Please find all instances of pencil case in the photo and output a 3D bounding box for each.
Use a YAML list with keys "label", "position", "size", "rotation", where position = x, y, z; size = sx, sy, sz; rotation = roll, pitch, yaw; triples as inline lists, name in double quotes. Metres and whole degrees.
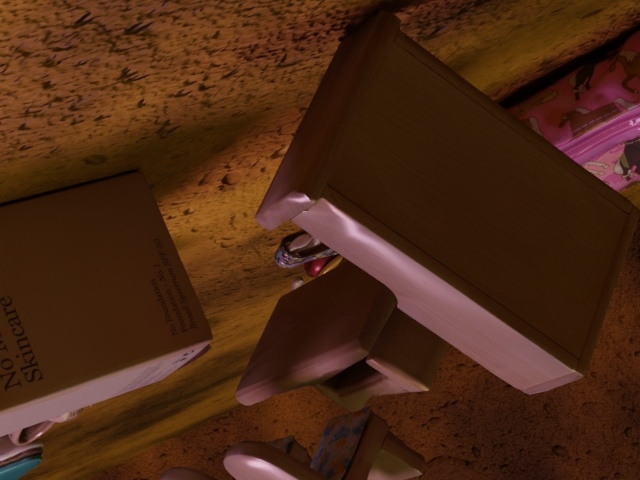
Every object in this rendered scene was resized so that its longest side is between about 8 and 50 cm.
- label: "pencil case"
  position: [0.235, -0.084, 1.570]
  size: [0.386, 0.167, 0.160]
  rotation: [-28, 137, 20]

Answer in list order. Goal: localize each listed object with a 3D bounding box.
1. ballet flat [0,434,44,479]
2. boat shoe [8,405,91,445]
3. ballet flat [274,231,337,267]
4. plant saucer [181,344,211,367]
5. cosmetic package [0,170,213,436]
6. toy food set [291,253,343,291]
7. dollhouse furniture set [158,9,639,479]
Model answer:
- label: "ballet flat"
  position: [-0.526, 0.311, 1.959]
  size: [0.400, 0.139, 0.139]
  rotation: [-34, 167, 26]
- label: "boat shoe"
  position: [-0.293, 0.157, 1.760]
  size: [0.109, 0.098, 0.302]
  rotation: [-15, 167, -42]
- label: "ballet flat"
  position: [0.000, 0.000, 1.809]
  size: [0.114, 0.041, 0.041]
  rotation: [-21, 170, -20]
- label: "plant saucer"
  position: [-0.251, 0.173, 2.145]
  size: [0.199, 0.036, 0.198]
  rotation: [-23, 171, -4]
- label: "cosmetic package"
  position: [-0.258, 0.067, 1.181]
  size: [0.309, 0.160, 0.113]
  rotation: [-18, 168, -36]
- label: "toy food set"
  position: [0.038, 0.023, 1.969]
  size: [0.218, 0.071, 0.128]
  rotation: [-24, 147, -14]
- label: "dollhouse furniture set"
  position: [0.018, 0.026, 1.242]
  size: [0.394, 0.256, 0.362]
  rotation: [-29, -150, 55]
